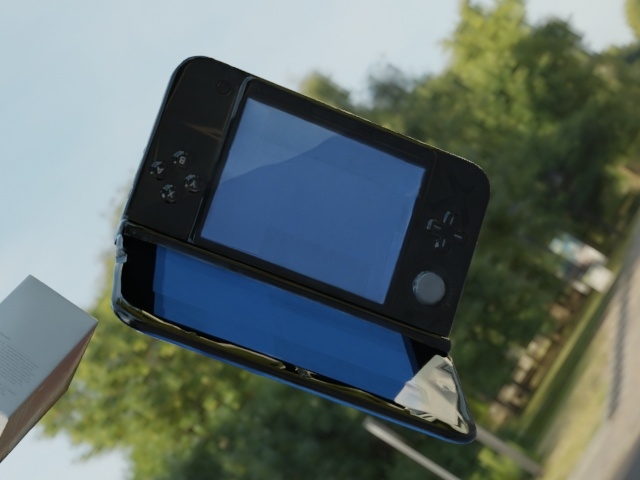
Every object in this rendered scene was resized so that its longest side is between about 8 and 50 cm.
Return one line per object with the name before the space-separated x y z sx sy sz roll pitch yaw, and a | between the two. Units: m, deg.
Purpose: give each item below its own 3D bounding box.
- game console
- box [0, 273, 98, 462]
game console | 0.000 0.000 1.259 0.173 0.293 0.250 157 132 -72
box | -0.323 0.143 1.655 0.170 0.091 0.130 -51 -7 -46
